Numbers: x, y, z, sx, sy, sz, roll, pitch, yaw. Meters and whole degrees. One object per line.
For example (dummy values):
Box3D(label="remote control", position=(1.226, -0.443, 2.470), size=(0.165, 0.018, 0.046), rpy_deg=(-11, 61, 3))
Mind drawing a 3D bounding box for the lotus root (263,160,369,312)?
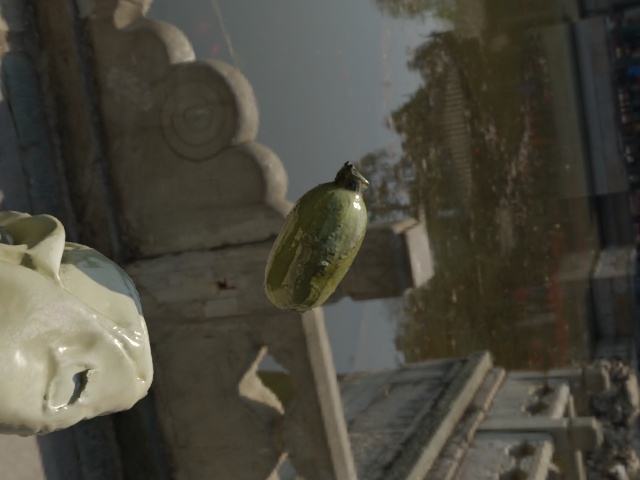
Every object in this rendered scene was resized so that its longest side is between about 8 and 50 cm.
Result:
Box3D(label="lotus root", position=(0.000, 0.001, 0.949), size=(0.090, 0.077, 0.183), rpy_deg=(7, 119, -50))

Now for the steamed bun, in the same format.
Box3D(label="steamed bun", position=(-0.338, 0.063, 0.894), size=(0.324, 0.310, 0.219), rpy_deg=(2, 99, -27))
